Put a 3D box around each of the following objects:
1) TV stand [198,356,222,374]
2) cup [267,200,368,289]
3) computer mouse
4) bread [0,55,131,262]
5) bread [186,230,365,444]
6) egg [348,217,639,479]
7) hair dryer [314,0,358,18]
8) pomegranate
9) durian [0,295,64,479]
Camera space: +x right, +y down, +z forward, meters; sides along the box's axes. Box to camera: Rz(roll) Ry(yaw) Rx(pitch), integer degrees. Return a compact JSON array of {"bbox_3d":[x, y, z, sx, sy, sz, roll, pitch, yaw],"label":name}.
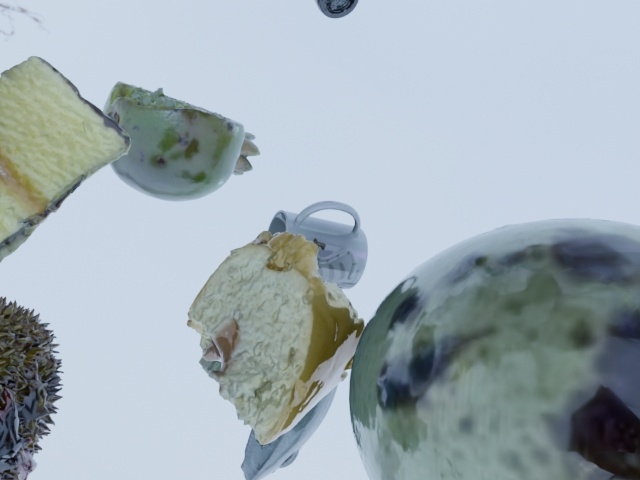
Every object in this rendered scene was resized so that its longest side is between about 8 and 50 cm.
[{"bbox_3d":[-0.163,0.160,1.064,0.042,0.249,0.036,35,-5,-39],"label":"TV stand"},{"bbox_3d":[-0.002,0.010,0.756,0.133,0.099,0.136,12,-20,-23],"label":"cup"},{"bbox_3d":[-0.037,0.298,1.008,0.114,0.203,0.373,17,-90,16],"label":"computer mouse"},{"bbox_3d":[-0.362,-0.074,0.612,0.178,0.266,0.142,38,-22,13],"label":"bread"},{"bbox_3d":[-0.035,0.096,0.669,0.184,0.224,0.211,32,-84,21],"label":"bread"},{"bbox_3d":[0.203,0.156,0.480,0.345,0.345,0.428,46,-30,-16],"label":"egg"},{"bbox_3d":[-0.018,-0.432,0.721,0.070,0.128,0.255,-26,-26,7],"label":"hair dryer"},{"bbox_3d":[-0.291,-0.185,1.120,0.310,0.359,0.216,24,-84,38],"label":"pomegranate"},{"bbox_3d":[-0.516,0.219,0.663,0.348,0.384,0.347,10,-64,20],"label":"durian"}]
